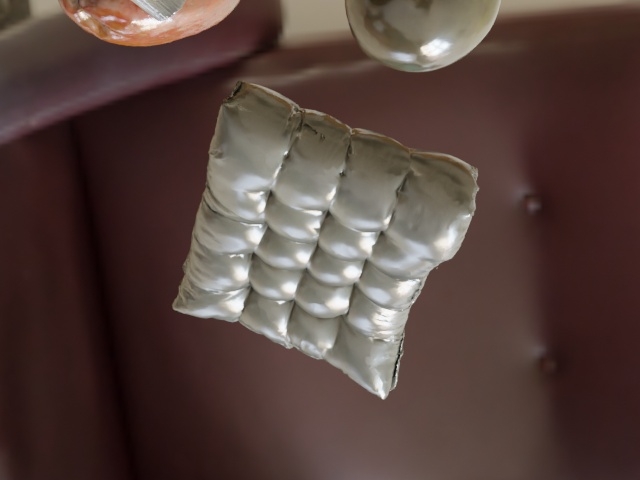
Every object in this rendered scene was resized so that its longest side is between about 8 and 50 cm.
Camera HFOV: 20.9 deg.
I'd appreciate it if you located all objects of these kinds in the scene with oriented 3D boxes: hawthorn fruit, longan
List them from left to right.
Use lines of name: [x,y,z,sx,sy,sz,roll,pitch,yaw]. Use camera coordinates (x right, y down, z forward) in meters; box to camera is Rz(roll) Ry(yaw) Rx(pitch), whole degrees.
hawthorn fruit: [-0.205,-0.313,1.932,0.262,0.210,0.210,-29,117,-31]
longan: [0.128,-0.312,2.147,0.220,0.196,0.196,-57,152,13]

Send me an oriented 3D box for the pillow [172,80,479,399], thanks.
pillow: [0.000,0.000,1.528,0.326,0.228,0.101,111,-2,-55]

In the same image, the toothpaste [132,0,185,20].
toothpaste: [-0.226,-0.296,1.551,0.282,0.099,0.068,43,9,-33]
